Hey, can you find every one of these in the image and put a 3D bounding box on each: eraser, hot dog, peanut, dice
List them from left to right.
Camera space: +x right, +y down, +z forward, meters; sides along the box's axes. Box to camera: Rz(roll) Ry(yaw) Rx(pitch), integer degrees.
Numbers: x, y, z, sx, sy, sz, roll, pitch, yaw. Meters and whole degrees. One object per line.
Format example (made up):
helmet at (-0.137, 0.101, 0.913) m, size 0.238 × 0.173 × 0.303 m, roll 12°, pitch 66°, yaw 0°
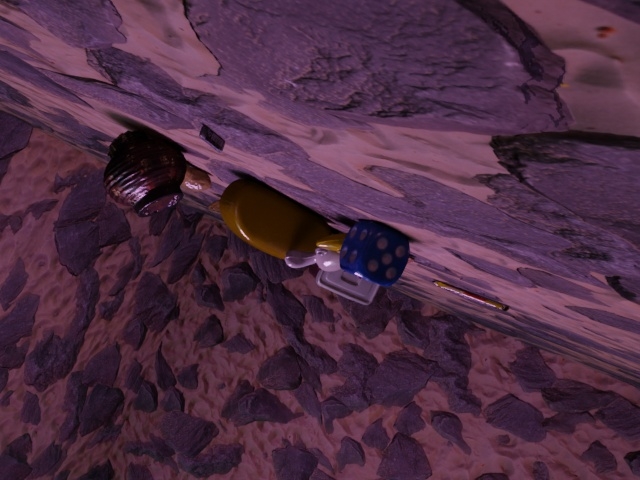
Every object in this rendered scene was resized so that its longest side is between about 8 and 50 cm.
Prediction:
peanut at (-0.443, -0.217, 1.772) m, size 0.193 × 0.089 × 0.089 m, roll 22°, pitch 176°, yaw -40°
eraser at (-0.234, -0.218, 1.166) m, size 0.019 × 0.027 × 0.099 m, roll 13°, pitch 171°, yaw 24°
hot dog at (-0.369, -0.131, 2.300) m, size 0.242 × 0.073 × 0.084 m, roll 17°, pitch 176°, yaw 31°
dice at (0.140, 0.034, 1.433) m, size 0.143 × 0.146 × 0.146 m, roll 23°, pitch 179°, yaw -22°

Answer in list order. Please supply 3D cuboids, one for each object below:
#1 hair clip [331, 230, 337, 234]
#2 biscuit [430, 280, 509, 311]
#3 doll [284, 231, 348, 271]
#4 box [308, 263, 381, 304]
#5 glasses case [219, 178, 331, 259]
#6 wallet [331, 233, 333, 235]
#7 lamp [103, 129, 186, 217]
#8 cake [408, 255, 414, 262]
hair clip at (0.099, 0.016, 1.934) m, size 0.229 × 0.036 × 0.066 m, roll 36°, pitch 166°, yaw -13°
biscuit at (0.535, 0.199, 1.961) m, size 0.292 × 0.026 × 0.048 m, roll 20°, pitch 178°, yaw 32°
doll at (0.057, 0.032, 1.598) m, size 0.237 × 0.111 × 0.252 m, roll 9°, pitch 156°, yaw -44°
box at (0.103, 0.122, 2.237) m, size 0.294 × 0.193 × 0.167 m, roll 25°, pitch -177°, yaw -23°
glasses case at (-0.144, -0.048, 1.644) m, size 0.371 × 0.173 × 0.141 m, roll 28°, pitch 177°, yaw -37°
wallet at (0.000, 0.000, 1.878) m, size 0.231 × 0.069 × 0.170 m, roll 34°, pitch 164°, yaw -18°
lamp at (-0.499, -0.194, 1.538) m, size 0.247 × 0.247 × 0.247 m, roll 23°, pitch 174°, yaw 2°
cake at (0.194, 0.035, 1.748) m, size 0.109 × 0.090 × 0.225 m, roll 29°, pitch 154°, yaw -31°
